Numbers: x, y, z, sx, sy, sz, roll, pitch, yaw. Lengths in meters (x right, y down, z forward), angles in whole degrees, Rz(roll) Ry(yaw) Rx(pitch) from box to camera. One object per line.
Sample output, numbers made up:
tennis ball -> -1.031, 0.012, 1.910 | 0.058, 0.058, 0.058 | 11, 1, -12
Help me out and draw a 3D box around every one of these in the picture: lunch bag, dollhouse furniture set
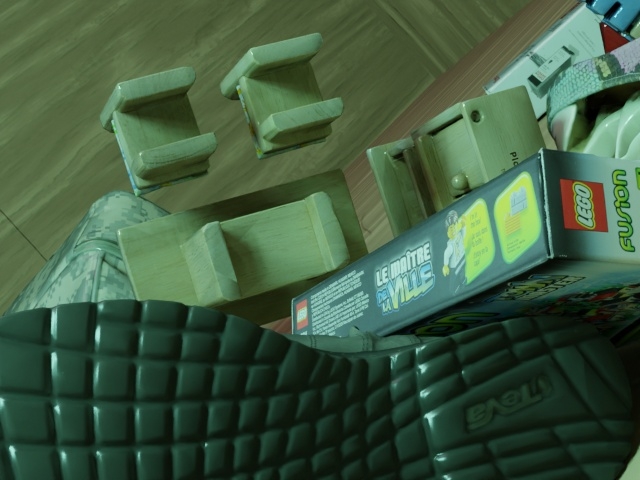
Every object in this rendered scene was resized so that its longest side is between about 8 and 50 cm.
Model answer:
lunch bag -> -0.221, 0.147, 1.245 | 0.305, 0.212, 0.256 | -43, 20, 33
dollhouse furniture set -> 0.000, 0.000, 0.753 | 0.242, 0.212, 0.161 | -17, -3, -19

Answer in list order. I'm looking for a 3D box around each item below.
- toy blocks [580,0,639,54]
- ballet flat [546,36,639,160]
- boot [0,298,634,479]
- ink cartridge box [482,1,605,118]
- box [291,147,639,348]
toy blocks -> 0.283, -0.240, 0.897 | 0.261, 0.191, 0.381 | -54, 2, 13
ballet flat -> 0.182, -0.072, 0.722 | 0.079, 0.077, 0.221 | -65, 11, -16
boot -> -0.025, 0.077, 0.456 | 0.246, 0.083, 0.161 | 1, -14, -20
ink cartridge box -> 0.234, -0.178, 1.266 | 0.135, 0.056, 0.099 | -42, 4, 11
box -> 0.079, 0.019, 0.485 | 0.114, 0.036, 0.207 | 4, -17, -22
